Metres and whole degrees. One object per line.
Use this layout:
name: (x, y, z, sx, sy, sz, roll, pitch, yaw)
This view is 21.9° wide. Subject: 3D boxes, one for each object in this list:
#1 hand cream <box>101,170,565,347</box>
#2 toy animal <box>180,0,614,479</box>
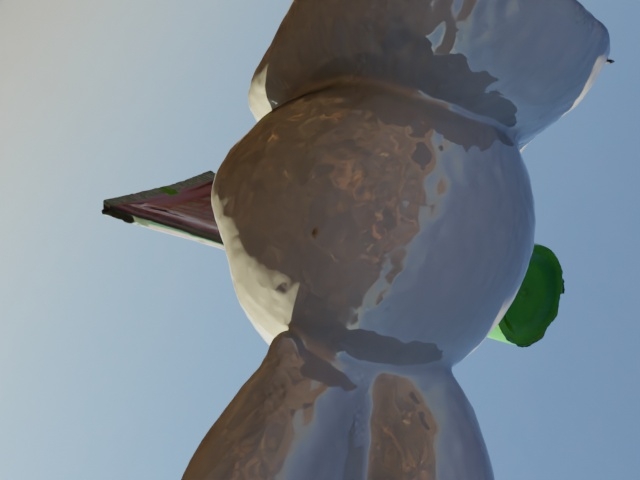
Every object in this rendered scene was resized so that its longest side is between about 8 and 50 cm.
hand cream: (0.000, -0.001, 0.851, 0.275, 0.079, 0.050, 15, -92, 44)
toy animal: (0.011, 0.025, 0.517, 0.130, 0.103, 0.221, 5, -103, 62)
